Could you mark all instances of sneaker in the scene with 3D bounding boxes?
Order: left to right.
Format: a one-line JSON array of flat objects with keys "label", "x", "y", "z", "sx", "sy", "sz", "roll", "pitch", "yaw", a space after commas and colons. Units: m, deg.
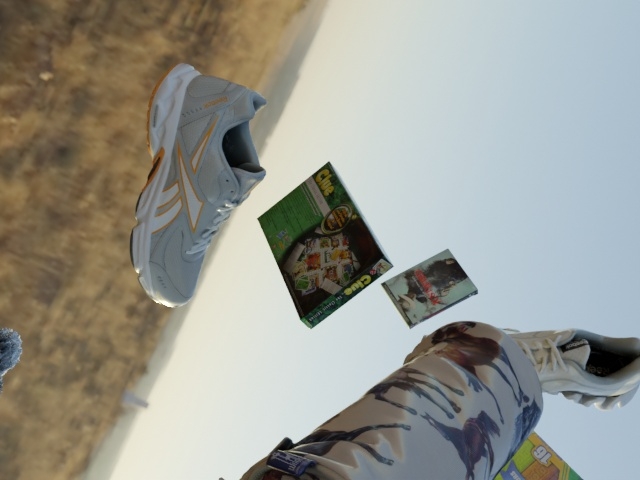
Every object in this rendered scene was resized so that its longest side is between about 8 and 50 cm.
[{"label": "sneaker", "x": -0.121, "y": -0.045, "z": 1.170, "sx": 0.099, "sy": 0.121, "sz": 0.262, "roll": -41, "pitch": 142, "yaw": -64}, {"label": "sneaker", "x": 0.261, "y": 0.147, "z": 1.371, "sx": 0.118, "sy": 0.292, "sz": 0.110, "roll": 107, "pitch": -18, "yaw": -70}]

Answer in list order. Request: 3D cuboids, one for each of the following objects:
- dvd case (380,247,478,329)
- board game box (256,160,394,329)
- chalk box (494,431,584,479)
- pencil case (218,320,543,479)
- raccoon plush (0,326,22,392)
[{"label": "dvd case", "x": 0.162, "y": 0.071, "z": 1.668, "sx": 0.119, "sy": 0.087, "sz": 0.013, "roll": -27, "pitch": 148, "yaw": -8}, {"label": "board game box", "x": 0.000, "y": 0.000, "z": 1.497, "sx": 0.136, "sy": 0.030, "sz": 0.259, "roll": -39, "pitch": -146, "yaw": 9}, {"label": "chalk box", "x": 0.214, "y": 0.351, "z": 1.458, "sx": 0.213, "sy": 0.132, "sz": 0.132, "roll": -31, "pitch": 158, "yaw": -40}, {"label": "pencil case", "x": 0.079, "y": 0.211, "z": 1.133, "sx": 0.410, "sy": 0.183, "sz": 0.160, "roll": -26, "pitch": 147, "yaw": -54}, {"label": "raccoon plush", "x": -0.525, "y": 0.141, "z": 1.686, "sx": 0.299, "sy": 0.216, "sz": 0.446, "roll": -23, "pitch": -170, "yaw": 23}]
